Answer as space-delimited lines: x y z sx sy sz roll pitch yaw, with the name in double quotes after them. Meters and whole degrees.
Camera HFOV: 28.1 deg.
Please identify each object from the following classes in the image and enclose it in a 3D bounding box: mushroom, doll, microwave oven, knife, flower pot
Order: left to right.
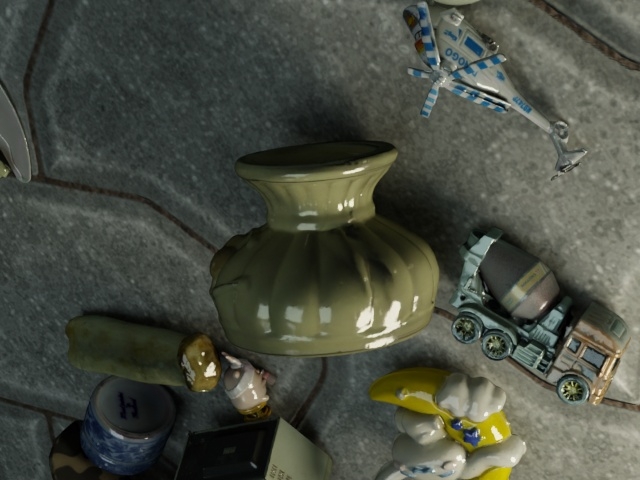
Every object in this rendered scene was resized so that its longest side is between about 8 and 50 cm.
-0.534 -0.241 2.011 0.081 0.043 0.336 -19 114 30 "knife"
-0.288 0.180 2.078 0.312 0.081 0.100 6 102 36 "mushroom"
-0.112 0.224 2.023 0.084 0.073 0.127 -21 114 3 "doll"
-0.112 0.381 2.044 0.205 0.129 0.163 -17 135 36 "microwave oven"
0.000 0.000 1.690 0.307 0.307 0.244 3 103 29 "flower pot"
0.174 0.295 1.866 0.252 0.111 0.237 -4 117 22 "doll"

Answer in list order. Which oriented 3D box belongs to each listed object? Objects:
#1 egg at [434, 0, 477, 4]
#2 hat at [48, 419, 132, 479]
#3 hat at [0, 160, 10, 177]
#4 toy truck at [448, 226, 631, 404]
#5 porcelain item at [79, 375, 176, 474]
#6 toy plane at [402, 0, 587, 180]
0.142 -0.371 1.454 0.151 0.151 0.209 -13 106 35 "egg"
-0.273 0.456 2.187 0.257 0.366 0.382 -21 81 2 "hat"
-0.586 -0.148 2.057 0.122 0.081 0.166 -26 98 48 "hat"
0.285 0.096 1.688 0.256 0.108 0.140 31 115 14 "toy truck"
-0.323 0.309 2.138 0.147 0.147 0.114 32 129 10 "porcelain item"
0.214 -0.197 1.548 0.273 0.107 0.182 24 150 1 "toy plane"
